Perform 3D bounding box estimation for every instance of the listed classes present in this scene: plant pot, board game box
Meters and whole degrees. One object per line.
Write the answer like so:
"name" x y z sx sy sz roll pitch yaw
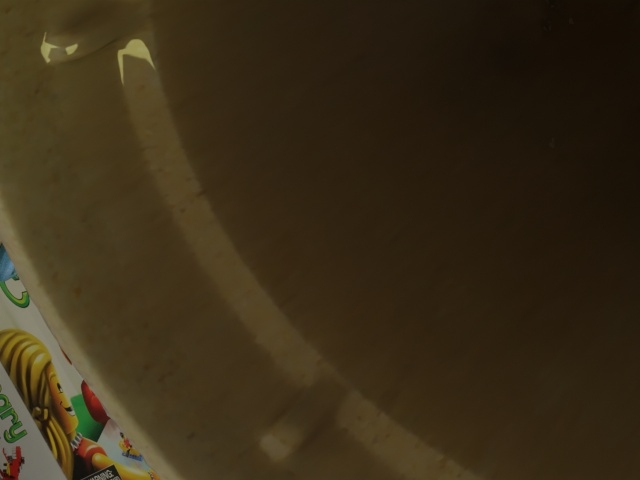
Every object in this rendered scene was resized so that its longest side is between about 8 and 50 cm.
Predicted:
"plant pot" 0.100 -0.066 0.552 0.305 0.334 0.334 -41 -179 -35
"board game box" -0.140 0.097 1.109 0.053 0.193 0.305 -32 175 18

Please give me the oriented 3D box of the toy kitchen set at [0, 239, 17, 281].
"toy kitchen set" -0.045 -0.005 0.836 0.207 0.166 0.122 -29 174 -23
